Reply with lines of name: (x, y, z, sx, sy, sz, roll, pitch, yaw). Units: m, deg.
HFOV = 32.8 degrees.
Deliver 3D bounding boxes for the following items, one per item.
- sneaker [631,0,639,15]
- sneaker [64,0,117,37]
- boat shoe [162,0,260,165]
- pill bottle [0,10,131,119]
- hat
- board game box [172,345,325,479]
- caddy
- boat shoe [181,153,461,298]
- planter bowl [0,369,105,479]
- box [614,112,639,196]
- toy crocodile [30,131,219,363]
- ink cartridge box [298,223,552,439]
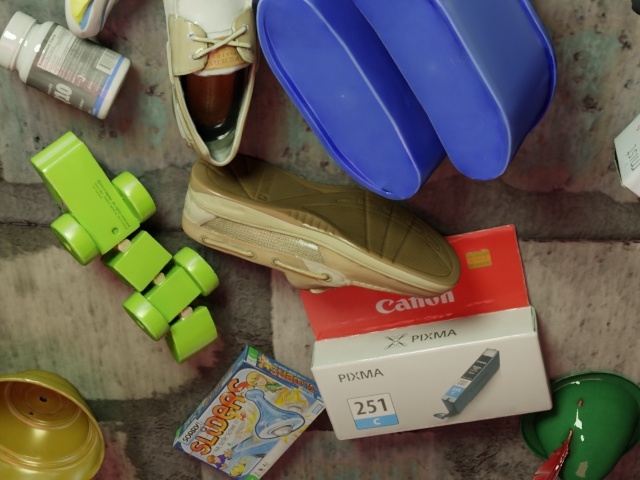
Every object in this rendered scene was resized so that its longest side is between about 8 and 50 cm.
sneaker: (0.469, -0.235, 1.006, 0.483, 0.185, 0.202, 8, 102, -22)
sneaker: (-0.184, -0.305, 1.139, 0.126, 0.091, 0.240, 20, 122, -8)
boat shoe: (-0.109, -0.213, 1.148, 0.113, 0.103, 0.302, -12, 137, -12)
pill bottle: (-0.290, -0.198, 1.225, 0.137, 0.078, 0.078, 25, 122, -10)
hat: (0.352, 0.304, 1.434, 0.173, 0.183, 0.208, 30, 121, -14)
board game box: (-0.100, 0.250, 1.528, 0.136, 0.035, 0.201, 30, 121, -14)
caddy: (0.095, -0.207, 1.131, 0.241, 0.179, 0.341, -11, 125, 40)
boat shoe: (0.000, 0.000, 1.314, 0.341, 0.121, 0.110, 22, 128, 3)
planter bowl: (-0.398, 0.247, 1.520, 0.217, 0.090, 0.217, 2, 124, 3)
box: (0.498, -0.091, 1.184, 0.262, 0.126, 0.231, 33, 121, -10)
toy crocodile: (-0.236, 0.016, 1.353, 0.115, 0.105, 0.340, -45, 116, -17)
ink cartridge box: (0.131, 0.128, 1.410, 0.297, 0.066, 0.261, -11, 123, 12)
